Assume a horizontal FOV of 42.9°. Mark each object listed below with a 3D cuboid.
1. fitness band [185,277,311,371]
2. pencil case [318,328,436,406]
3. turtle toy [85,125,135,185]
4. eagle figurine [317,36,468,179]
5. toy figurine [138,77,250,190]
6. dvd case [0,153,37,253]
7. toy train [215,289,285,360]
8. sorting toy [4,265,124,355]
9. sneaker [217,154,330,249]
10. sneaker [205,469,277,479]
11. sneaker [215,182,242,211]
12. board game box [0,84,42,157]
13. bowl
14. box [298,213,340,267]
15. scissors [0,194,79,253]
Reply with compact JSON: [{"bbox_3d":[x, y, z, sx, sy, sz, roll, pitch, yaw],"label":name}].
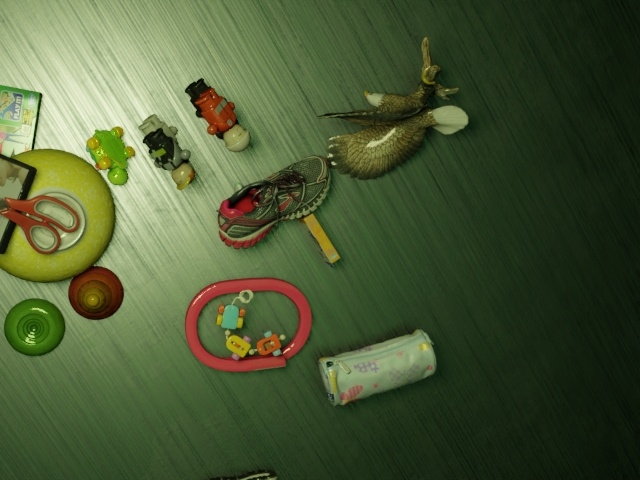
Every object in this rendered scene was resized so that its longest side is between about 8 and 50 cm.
[{"bbox_3d":[-0.163,0.190,1.860,0.290,0.054,0.209,-3,92,-12],"label":"fitness band"},{"bbox_3d":[0.131,0.292,1.892,0.273,0.113,0.124,-14,119,-11],"label":"pencil case"},{"bbox_3d":[-0.455,-0.180,1.758,0.095,0.066,0.130,-37,102,-46],"label":"turtle toy"},{"bbox_3d":[0.154,-0.274,1.827,0.298,0.225,0.226,-42,111,-17],"label":"eagle figurine"},{"bbox_3d":[-0.267,-0.223,1.729,0.209,0.213,0.148,-39,117,-3],"label":"toy figurine"},{"bbox_3d":[-0.690,-0.098,1.622,0.253,0.022,0.180,21,90,25],"label":"dvd case"},{"bbox_3d":[-0.161,0.196,1.812,0.125,0.046,0.166,-30,100,-10],"label":"toy train"},{"bbox_3d":[-0.592,0.181,1.730,0.365,0.126,0.127,-29,99,-9],"label":"sorting toy"},{"bbox_3d":[-0.093,-0.097,1.780,0.299,0.112,0.121,-38,61,-25],"label":"sneaker"},{"bbox_3d":[-0.197,0.592,1.864,0.208,0.081,0.094,-5,97,-12],"label":"sneaker"},{"bbox_3d":[-0.203,-0.079,1.835,0.069,0.038,0.098,-9,95,-12],"label":"sneaker"},{"bbox_3d":[-0.722,-0.175,1.718,0.213,0.046,0.317,9,92,-13],"label":"board game box"},{"bbox_3d":[-0.555,-0.046,1.675,0.289,0.156,0.290,-3,97,-25],"label":"bowl"},{"bbox_3d":[0.000,0.000,1.861,0.028,0.081,0.136,-35,100,-8],"label":"box"},{"bbox_3d":[-0.603,-0.076,1.541,0.297,0.021,0.109,34,85,-28],"label":"scissors"}]
